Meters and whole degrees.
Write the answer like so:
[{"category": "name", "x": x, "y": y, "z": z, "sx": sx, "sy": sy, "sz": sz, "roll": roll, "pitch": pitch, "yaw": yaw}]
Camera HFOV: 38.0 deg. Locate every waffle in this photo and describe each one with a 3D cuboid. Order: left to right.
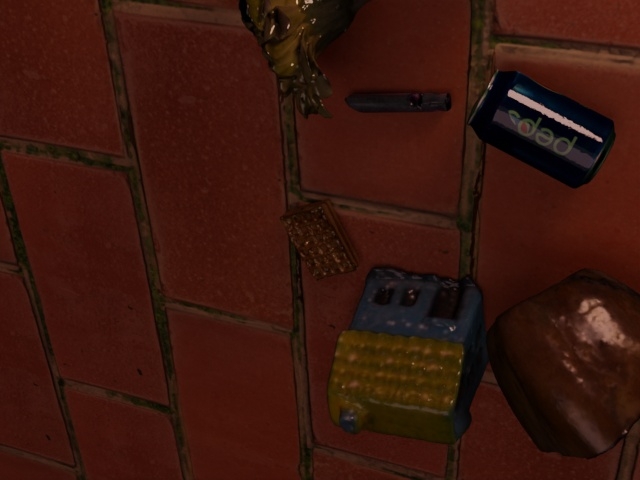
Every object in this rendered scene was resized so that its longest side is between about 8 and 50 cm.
[{"category": "waffle", "x": 0.001, "y": 0.000, "z": 1.710, "sx": 0.102, "sy": 0.042, "sz": 0.148, "roll": -13, "pitch": 117, "yaw": 34}]

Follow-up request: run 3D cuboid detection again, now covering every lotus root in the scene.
[{"category": "lotus root", "x": 0.425, "y": 0.178, "z": 1.529, "sx": 0.250, "sy": 0.316, "sz": 0.316, "roll": 52, "pitch": 131, "yaw": 8}]

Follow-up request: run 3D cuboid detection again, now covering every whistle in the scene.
[{"category": "whistle", "x": 0.125, "y": -0.222, "z": 1.499, "sx": 0.176, "sy": 0.033, "sz": 0.033, "roll": 2, "pitch": 124, "yaw": 23}]

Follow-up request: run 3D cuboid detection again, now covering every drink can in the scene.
[{"category": "drink can", "x": 0.328, "y": -0.169, "z": 1.387, "sx": 0.204, "sy": 0.118, "sz": 0.118, "roll": 28, "pitch": 130, "yaw": 3}]

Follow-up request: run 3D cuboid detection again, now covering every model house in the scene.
[{"category": "model house", "x": 0.153, "y": 0.229, "z": 1.648, "sx": 0.237, "sy": 0.303, "sz": 0.216, "roll": 6, "pitch": 132, "yaw": 21}]

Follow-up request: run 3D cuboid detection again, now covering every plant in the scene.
[{"category": "plant", "x": -0.016, "y": -0.326, "z": 1.344, "sx": 0.296, "sy": 0.261, "sz": 0.306, "roll": -3, "pitch": 111, "yaw": 28}]
